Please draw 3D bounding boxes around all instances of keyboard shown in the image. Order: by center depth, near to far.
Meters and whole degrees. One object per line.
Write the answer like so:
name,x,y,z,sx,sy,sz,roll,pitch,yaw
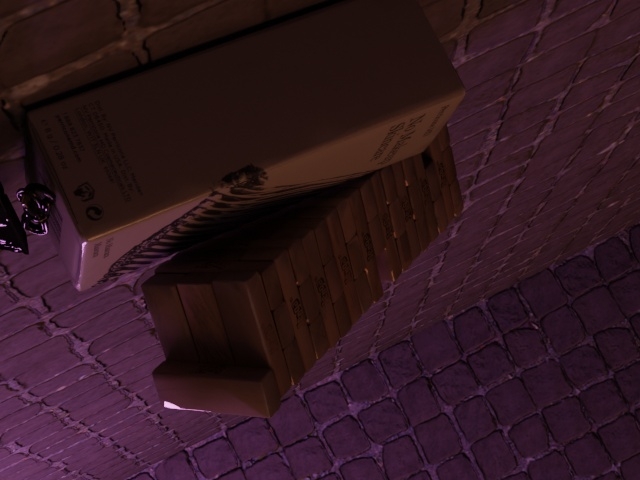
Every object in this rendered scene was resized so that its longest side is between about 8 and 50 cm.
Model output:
keyboard,-0.211,-0.027,0.785,0.108,0.023,0.180,9,164,-2

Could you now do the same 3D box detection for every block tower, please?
block tower,0.000,0.000,0.960,0.091,0.097,0.335,0,-153,32

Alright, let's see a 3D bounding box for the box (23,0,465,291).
box,-0.051,-0.070,0.860,0.275,0.094,0.113,-23,167,-18
